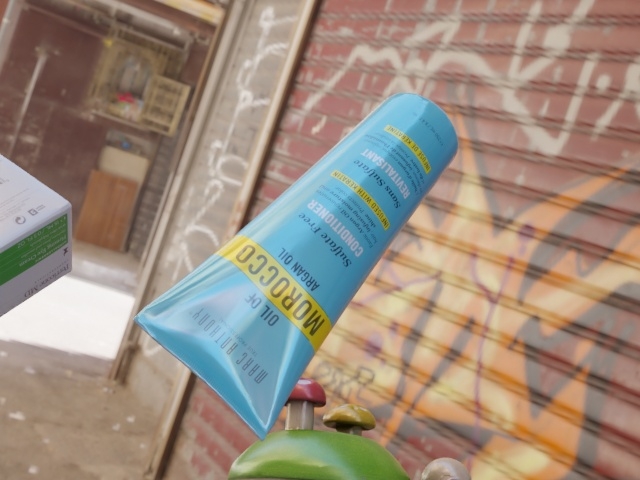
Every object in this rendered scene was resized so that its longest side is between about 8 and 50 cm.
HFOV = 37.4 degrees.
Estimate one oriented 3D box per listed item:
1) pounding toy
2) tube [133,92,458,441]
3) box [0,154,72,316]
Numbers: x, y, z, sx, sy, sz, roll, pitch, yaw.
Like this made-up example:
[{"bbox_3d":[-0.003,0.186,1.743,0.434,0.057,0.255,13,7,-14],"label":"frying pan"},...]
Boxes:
[{"bbox_3d":[0.030,0.200,0.938,0.237,0.110,0.183,1,-21,11],"label":"pounding toy"},{"bbox_3d":[0.000,0.000,0.483,0.080,0.207,0.052,42,-35,-1],"label":"tube"},{"bbox_3d":[-0.290,-0.003,0.836,0.102,0.087,0.101,33,46,19],"label":"box"}]
